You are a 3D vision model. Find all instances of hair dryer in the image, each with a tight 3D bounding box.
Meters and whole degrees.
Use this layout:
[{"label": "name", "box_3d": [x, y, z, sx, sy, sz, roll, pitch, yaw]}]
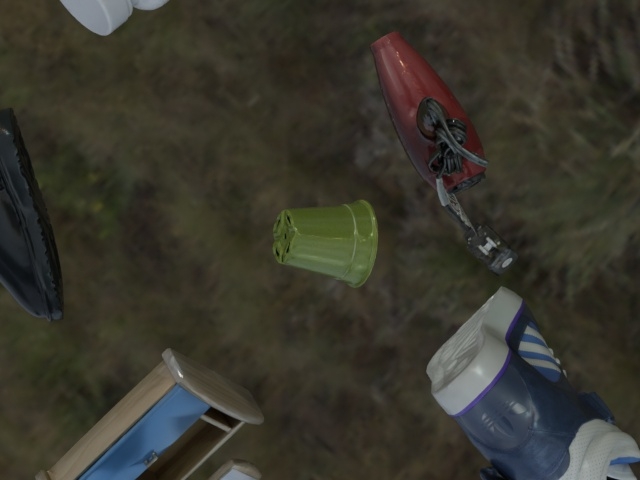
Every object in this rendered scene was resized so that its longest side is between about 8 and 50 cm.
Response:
[{"label": "hair dryer", "box_3d": [0.130, -0.123, 1.682, 0.293, 0.080, 0.223, 58, 171, 44]}]

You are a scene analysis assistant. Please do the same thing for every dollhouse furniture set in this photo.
[{"label": "dollhouse furniture set", "box_3d": [-0.093, 0.311, 1.599, 0.286, 0.198, 0.303, 34, -163, -47]}]

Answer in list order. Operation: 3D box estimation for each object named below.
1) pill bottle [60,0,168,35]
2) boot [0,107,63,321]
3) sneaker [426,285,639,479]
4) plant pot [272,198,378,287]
[{"label": "pill bottle", "box_3d": [-0.154, -0.272, 1.452, 0.108, 0.180, 0.108, 38, 159, 18]}, {"label": "boot", "box_3d": [-0.383, -0.008, 1.637, 0.094, 0.207, 0.246, -105, 2, -59]}, {"label": "sneaker", "box_3d": [0.240, 0.188, 1.755, 0.236, 0.130, 0.323, 43, -167, -1]}, {"label": "plant pot", "box_3d": [0.000, 0.000, 1.492, 0.079, 0.083, 0.083, 4, 164, -23]}]
